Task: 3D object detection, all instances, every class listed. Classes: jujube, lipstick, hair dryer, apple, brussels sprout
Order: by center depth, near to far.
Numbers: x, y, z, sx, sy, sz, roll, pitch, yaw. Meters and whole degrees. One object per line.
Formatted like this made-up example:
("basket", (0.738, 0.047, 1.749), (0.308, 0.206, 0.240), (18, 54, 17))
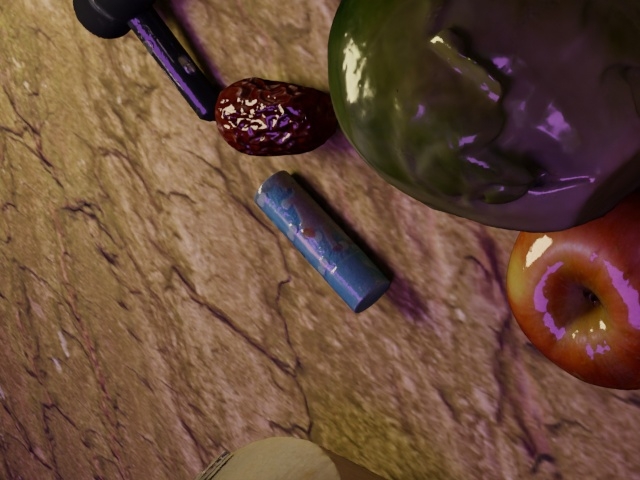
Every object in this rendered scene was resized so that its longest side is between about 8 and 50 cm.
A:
("brussels sprout", (0.120, -0.116, 0.794), (0.244, 0.244, 0.244), (32, 139, 34))
("apple", (0.217, 0.028, 0.863), (0.163, 0.139, 0.163), (18, 117, 38))
("jujube", (-0.040, -0.116, 1.140), (0.129, 0.077, 0.077), (4, 119, 39))
("lipstick", (0.000, 0.000, 1.197), (0.158, 0.048, 0.048), (47, 145, 17))
("hair dryer", (-0.157, -0.201, 1.233), (0.219, 0.071, 0.124), (55, 147, -6))

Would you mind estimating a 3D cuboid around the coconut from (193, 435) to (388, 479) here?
("coconut", (-0.032, 0.368, 1.272), (0.323, 0.323, 0.323), (32, 139, 34))
